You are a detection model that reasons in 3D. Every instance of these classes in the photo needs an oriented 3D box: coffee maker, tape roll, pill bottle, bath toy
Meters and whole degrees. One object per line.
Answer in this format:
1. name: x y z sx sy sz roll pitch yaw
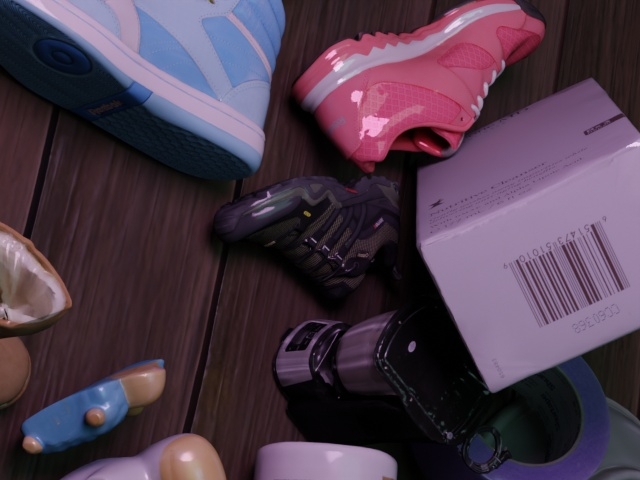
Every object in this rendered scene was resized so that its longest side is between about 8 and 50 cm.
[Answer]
1. coffee maker: 0.059 0.145 1.463 0.120 0.178 0.171 -20 93 -36
2. tape roll: 0.187 0.180 1.581 0.189 0.080 0.189 9 58 -15
3. pill bottle: -0.002 0.302 1.412 0.131 0.131 0.229 16 71 -37
4. bath toy: -0.128 0.280 1.322 0.129 0.151 0.348 -29 102 -76

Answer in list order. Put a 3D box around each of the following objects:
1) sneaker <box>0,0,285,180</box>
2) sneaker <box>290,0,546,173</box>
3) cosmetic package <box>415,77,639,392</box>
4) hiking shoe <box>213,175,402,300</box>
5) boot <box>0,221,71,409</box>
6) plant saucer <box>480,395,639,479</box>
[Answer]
1. sneaker: -0.158 -0.207 1.395 0.319 0.127 0.208 34 62 -41
2. sneaker: 0.118 -0.148 1.602 0.314 0.116 0.136 -21 76 -33
3. cosmetic package: 0.211 -0.020 1.480 0.156 0.217 0.385 63 7 -12
4. hiking shoe: 0.000 0.000 1.506 0.227 0.086 0.114 -6 82 -41
5. boot: -0.260 0.059 1.153 0.236 0.269 0.089 26 67 -33
6. plant saucer: 0.300 0.351 1.678 0.400 0.101 0.400 10 74 -39
